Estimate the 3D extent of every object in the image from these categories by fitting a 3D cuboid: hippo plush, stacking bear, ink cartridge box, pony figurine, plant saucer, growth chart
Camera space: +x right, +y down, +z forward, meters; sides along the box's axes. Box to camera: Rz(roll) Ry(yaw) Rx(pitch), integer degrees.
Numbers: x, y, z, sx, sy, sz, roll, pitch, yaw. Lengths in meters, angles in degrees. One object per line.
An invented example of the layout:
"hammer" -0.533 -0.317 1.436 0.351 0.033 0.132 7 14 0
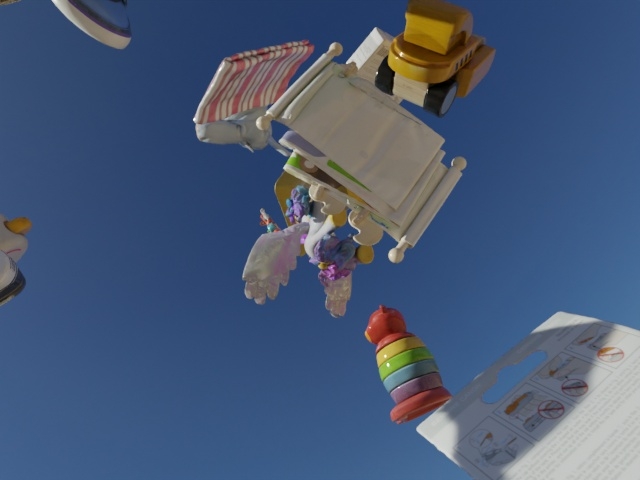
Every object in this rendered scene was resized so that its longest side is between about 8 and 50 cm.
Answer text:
"hippo plush" -0.225 -0.386 1.239 0.234 0.294 0.236 2 -73 -27
"stacking bear" 0.215 0.316 1.180 0.164 0.289 0.175 -26 -30 4
"ink cartridge box" 0.340 0.238 0.479 0.308 0.385 0.091 -31 -73 -17
"ink cartridge box" 0.192 -0.522 1.430 0.296 0.066 0.261 -1 -33 -47
"pony figurine" 0.000 0.000 1.088 0.303 0.363 0.351 16 -105 -23
"plant saucer" -0.040 -0.160 1.739 0.081 0.333 0.333 -2 -53 24
"growth chart" 0.044 -0.103 0.491 0.172 0.237 0.021 -44 -8 -14

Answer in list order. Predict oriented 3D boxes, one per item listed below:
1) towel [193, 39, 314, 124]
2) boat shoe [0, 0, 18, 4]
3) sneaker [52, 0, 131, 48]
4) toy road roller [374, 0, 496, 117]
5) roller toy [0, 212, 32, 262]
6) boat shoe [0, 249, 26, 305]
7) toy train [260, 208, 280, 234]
"towel" -0.107 -0.259 0.724 0.197 0.029 0.144 -35 -3 -41
"boat shoe" -0.668 -0.624 1.012 0.302 0.098 0.109 -56 -20 -33
"sneaker" -0.420 -0.563 0.825 0.236 0.323 0.130 -38 -8 26
"toy road roller" 0.301 -0.488 1.090 0.329 0.202 0.240 -45 -24 -30
"roller toy" -0.775 0.023 0.982 0.191 0.209 0.146 -39 -81 23
"boat shoe" -0.611 0.112 0.654 0.301 0.108 0.102 -31 -20 -27
"toy train" -0.149 -0.037 1.268 0.046 0.166 0.125 -40 -89 -1
